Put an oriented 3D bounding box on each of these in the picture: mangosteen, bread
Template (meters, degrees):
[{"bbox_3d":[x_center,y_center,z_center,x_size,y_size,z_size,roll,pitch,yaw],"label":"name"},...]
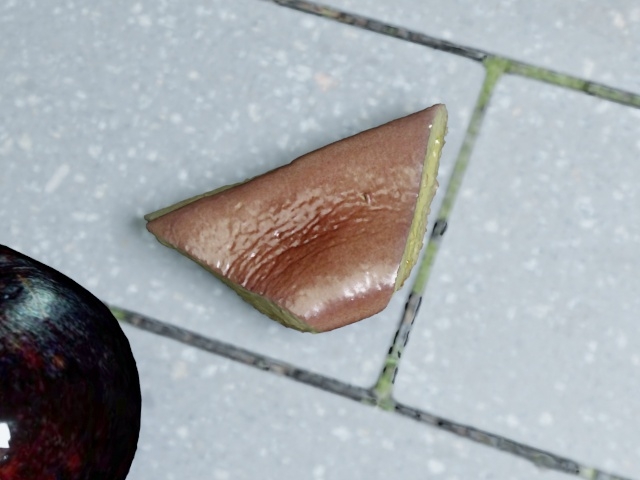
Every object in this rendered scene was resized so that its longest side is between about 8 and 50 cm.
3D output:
[{"bbox_3d":[-0.204,0.107,0.859,0.216,0.216,0.216,-2,75,8],"label":"mangosteen"},{"bbox_3d":[0.000,0.000,0.913,0.192,0.067,0.119,-19,67,2],"label":"bread"}]
